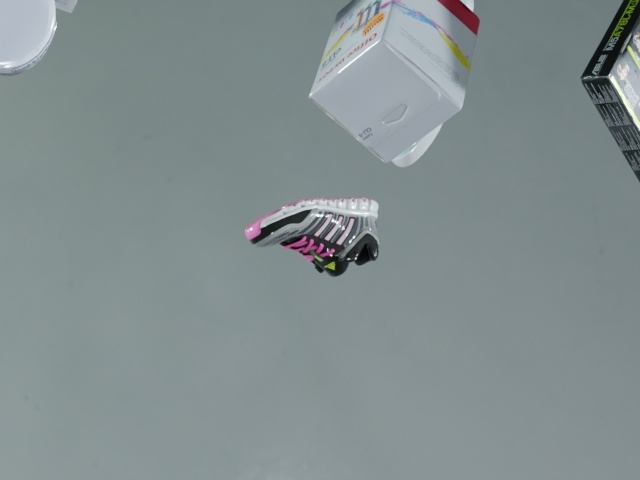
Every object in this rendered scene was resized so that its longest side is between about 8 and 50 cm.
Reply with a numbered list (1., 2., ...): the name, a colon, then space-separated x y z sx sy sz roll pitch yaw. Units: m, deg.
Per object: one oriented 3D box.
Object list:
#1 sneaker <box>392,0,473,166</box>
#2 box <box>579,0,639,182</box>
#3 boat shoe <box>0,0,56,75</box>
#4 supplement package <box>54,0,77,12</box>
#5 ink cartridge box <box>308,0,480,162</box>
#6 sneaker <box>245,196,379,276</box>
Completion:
1. sneaker: 0.098 -0.234 1.927 0.151 0.094 0.256 20 83 -31
2. box: 0.389 -0.181 1.696 0.045 0.191 0.184 1 48 45
3. boat shoe: -0.302 -0.238 1.026 0.301 0.102 0.108 46 78 -10
4. supplement package: -0.338 -0.457 1.746 0.198 0.263 0.199 18 44 -19
5. ink cartridge box: 0.086 -0.206 1.660 0.127 0.128 0.176 38 39 -20
6. sneaker: 0.000 0.000 1.460 0.170 0.063 0.075 -5 78 -45
